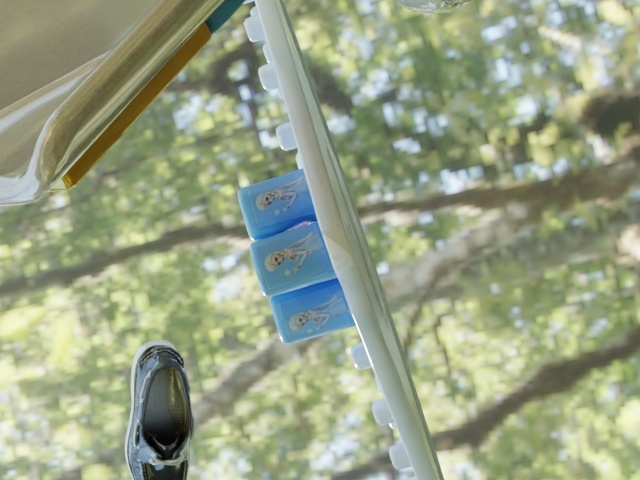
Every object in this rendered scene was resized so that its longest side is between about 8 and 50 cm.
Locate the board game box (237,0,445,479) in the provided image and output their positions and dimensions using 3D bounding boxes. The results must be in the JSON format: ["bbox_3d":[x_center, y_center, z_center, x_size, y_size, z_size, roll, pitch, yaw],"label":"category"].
[{"bbox_3d":[0.000,0.000,1.084,0.390,0.050,0.390,68,-176,-46],"label":"board game box"}]

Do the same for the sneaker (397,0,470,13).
[{"bbox_3d":[0.145,-0.225,0.958,0.350,0.148,0.131,-49,-48,-49],"label":"sneaker"}]

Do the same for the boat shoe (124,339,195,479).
[{"bbox_3d":[-0.107,0.131,1.217,0.046,0.038,0.125,-3,-69,-19],"label":"boat shoe"}]

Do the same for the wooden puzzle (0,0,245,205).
[{"bbox_3d":[-0.120,-0.075,0.765,0.044,0.238,0.221,57,-131,-23],"label":"wooden puzzle"}]
